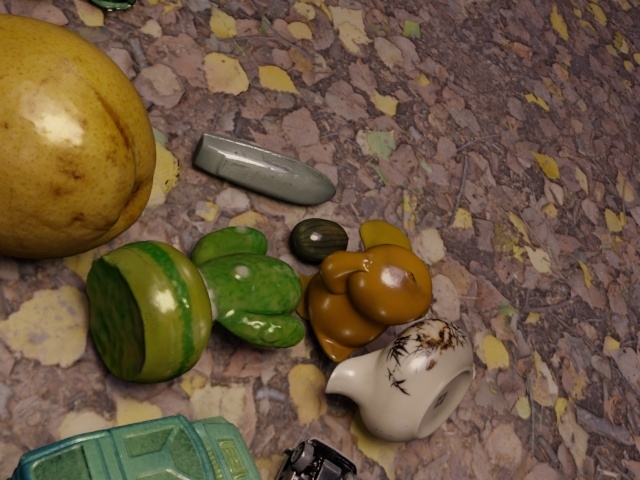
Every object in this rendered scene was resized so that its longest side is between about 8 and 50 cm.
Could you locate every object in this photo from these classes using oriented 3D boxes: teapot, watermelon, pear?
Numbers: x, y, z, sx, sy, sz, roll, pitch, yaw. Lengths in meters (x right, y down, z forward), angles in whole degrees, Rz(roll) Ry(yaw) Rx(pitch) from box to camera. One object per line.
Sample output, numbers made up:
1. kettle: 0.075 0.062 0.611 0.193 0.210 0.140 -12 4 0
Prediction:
1. teapot: 0.152 0.210 0.983 0.166 0.208 0.300 19 22 29
2. watermelon: 0.000 0.000 1.064 0.111 0.078 0.078 6 63 -32
3. pear: -0.363 -0.125 0.776 0.314 0.314 0.314 14 59 -24

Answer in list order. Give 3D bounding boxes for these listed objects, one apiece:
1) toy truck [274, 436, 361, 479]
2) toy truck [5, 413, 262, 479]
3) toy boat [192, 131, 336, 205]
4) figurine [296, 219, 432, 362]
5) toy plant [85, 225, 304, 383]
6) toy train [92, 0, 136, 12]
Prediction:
1. toy truck: -0.045 0.390 0.802 0.114 0.124 0.253 37 51 -10
2. toy truck: -0.199 0.292 0.703 0.279 0.156 0.155 0 43 -39
3. toy boat: -0.090 -0.122 1.077 0.261 0.078 0.085 18 35 -19
4. figurine: 0.071 0.083 0.962 0.215 0.228 0.215 27 31 -17
5. toy plant: -0.149 0.079 0.884 0.316 0.184 0.224 -14 55 -46
6. toy train: -0.411 -0.527 1.047 0.299 0.167 0.238 2 59 -31
